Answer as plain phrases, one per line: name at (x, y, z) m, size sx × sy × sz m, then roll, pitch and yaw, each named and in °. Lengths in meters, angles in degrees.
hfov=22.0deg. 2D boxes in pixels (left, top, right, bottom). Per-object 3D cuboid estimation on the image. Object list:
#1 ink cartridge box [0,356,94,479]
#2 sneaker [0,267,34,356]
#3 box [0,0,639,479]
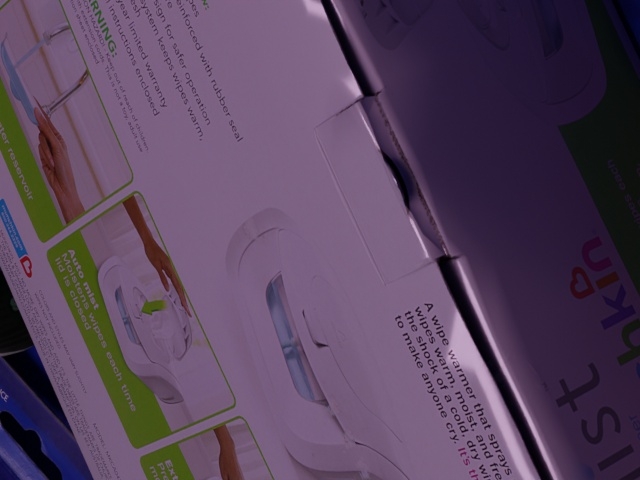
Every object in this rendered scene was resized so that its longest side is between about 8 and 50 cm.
ink cartridge box at (-0.222, 0.216, 0.894) m, size 0.165 × 0.065 × 0.333 m, roll 42°, pitch 121°, yaw 25°
sneaker at (-0.291, -0.129, 0.801) m, size 0.257 × 0.169 × 0.448 m, roll -20°, pitch 93°, yaw 48°
box at (0.000, 0.000, 0.571) m, size 0.231 × 0.126 × 0.262 m, roll -29°, pitch 84°, yaw 49°
